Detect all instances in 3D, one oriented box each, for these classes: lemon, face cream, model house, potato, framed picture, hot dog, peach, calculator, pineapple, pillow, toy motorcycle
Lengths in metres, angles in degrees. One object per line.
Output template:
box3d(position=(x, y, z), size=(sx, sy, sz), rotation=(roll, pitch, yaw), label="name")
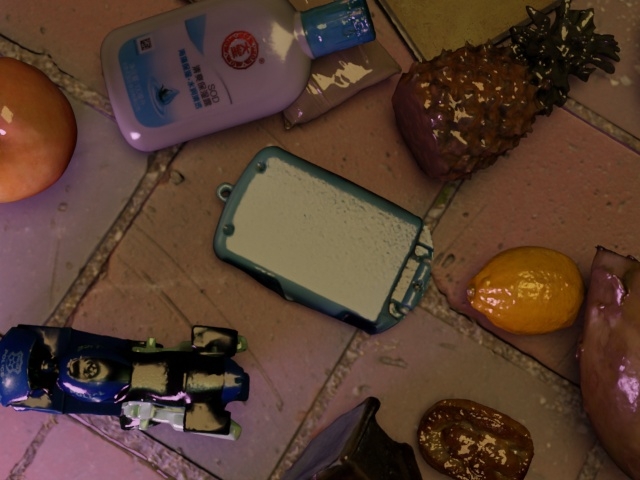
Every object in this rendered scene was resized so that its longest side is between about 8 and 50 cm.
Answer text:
box3d(position=(0.257, 0.063, 1.454), size=(0.155, 0.114, 0.114), rotation=(2, 79, -4), label="lemon")
box3d(position=(-0.099, -0.227, 1.443), size=(0.336, 0.080, 0.163), rotation=(-15, 90, 10), label="face cream")
box3d(position=(0.045, 0.304, 1.403), size=(0.165, 0.106, 0.152), rotation=(-40, 98, 24), label="model house")
box3d(position=(0.420, 0.179, 1.388), size=(0.288, 0.301, 0.237), rotation=(27, 90, 41), label="potato")
box3d(position=(0.162, -0.413, 1.587), size=(0.255, 0.014, 0.339), rotation=(-31, 83, -11), label="framed picture")
box3d(position=(0.191, 0.251, 1.436), size=(0.147, 0.065, 0.099), rotation=(26, 87, -2), label="hot dog")
box3d(position=(-0.380, -0.128, 1.398), size=(0.184, 0.184, 0.184), rotation=(1, 79, -5), label="peach")
box3d(position=(0.000, 0.000, 1.472), size=(0.293, 0.051, 0.173), rotation=(26, 79, 1), label="calculator")
box3d(position=(0.258, -0.205, 1.493), size=(0.340, 0.169, 0.169), rotation=(-27, 83, -17), label="pineapple")
box3d(position=(-0.043, -0.274, 1.513), size=(0.173, 0.067, 0.270), rotation=(-37, 85, -5), label="pillow")
box3d(position=(-0.246, 0.157, 1.343), size=(0.331, 0.196, 0.125), rotation=(4, 78, -3), label="toy motorcycle")
